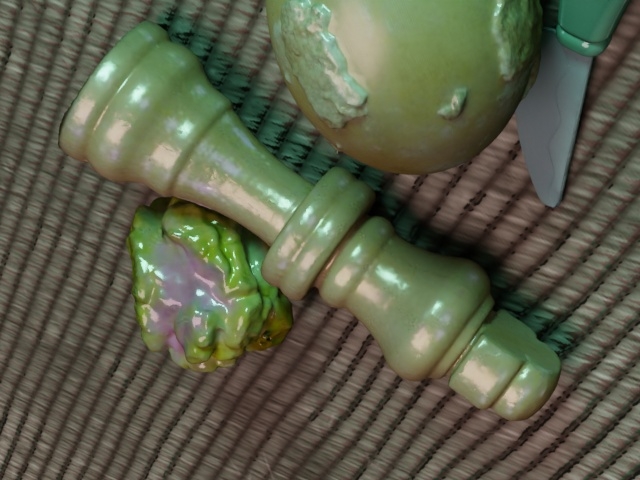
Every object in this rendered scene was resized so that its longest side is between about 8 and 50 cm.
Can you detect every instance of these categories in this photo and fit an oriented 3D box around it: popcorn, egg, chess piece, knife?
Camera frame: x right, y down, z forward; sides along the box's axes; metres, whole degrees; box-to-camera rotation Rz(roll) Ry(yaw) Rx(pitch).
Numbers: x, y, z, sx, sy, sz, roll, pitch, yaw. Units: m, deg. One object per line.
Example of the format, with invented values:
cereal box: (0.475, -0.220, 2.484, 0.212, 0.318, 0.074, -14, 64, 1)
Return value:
popcorn: (-0.089, 0.028, 1.280, 0.145, 0.126, 0.125, 54, 135, 29)
egg: (0.049, -0.135, 0.971, 0.164, 0.164, 0.201, 3, 126, 39)
chess piece: (0.000, 0.000, 1.185, 0.397, 0.117, 0.117, 36, 142, 5)
knife: (0.149, -0.112, 1.012, 0.063, 0.034, 0.260, 33, 145, 17)
